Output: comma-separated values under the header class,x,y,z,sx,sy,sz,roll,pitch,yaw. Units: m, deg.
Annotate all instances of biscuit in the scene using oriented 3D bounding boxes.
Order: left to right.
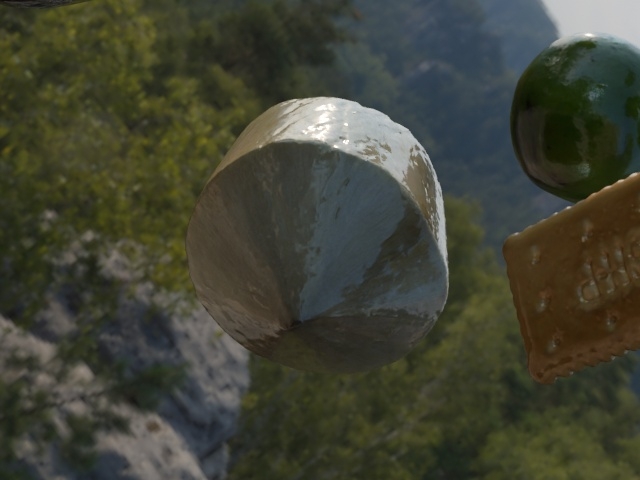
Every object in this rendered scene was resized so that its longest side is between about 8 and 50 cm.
class,x,y,z,sx,sy,sz,roll,pitch,yaw
biscuit,0.273,0.019,1.147,0.030,0.249,0.160,18,55,-42

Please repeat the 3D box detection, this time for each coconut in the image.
class,x,y,z,sx,sy,sz,roll,pitch,yaw
coconut,0.000,0.000,1.401,0.329,0.329,0.329,52,10,-13

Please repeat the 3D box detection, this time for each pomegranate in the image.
class,x,y,z,sx,sy,sz,roll,pitch,yaw
pomegranate,0.391,-0.148,1.648,0.302,0.236,0.236,14,-19,38

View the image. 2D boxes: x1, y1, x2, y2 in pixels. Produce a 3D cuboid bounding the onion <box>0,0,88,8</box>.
class,x,y,z,sx,sy,sz,roll,pitch,yaw
onion,-0.169,-0.330,0.913,0.336,0.260,0.282,-21,89,-35
